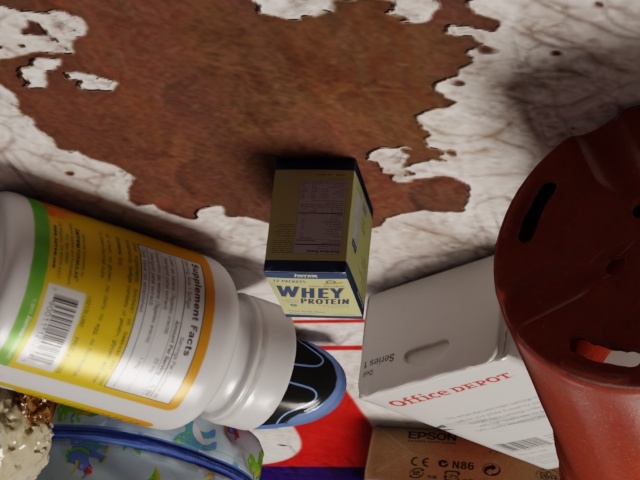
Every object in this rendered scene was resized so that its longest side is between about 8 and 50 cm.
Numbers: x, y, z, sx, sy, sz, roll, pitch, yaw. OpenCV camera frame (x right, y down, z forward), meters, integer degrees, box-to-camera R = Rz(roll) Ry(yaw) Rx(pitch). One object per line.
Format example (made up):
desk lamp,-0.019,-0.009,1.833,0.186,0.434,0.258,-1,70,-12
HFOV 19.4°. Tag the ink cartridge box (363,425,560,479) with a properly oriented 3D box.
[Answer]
ink cartridge box,0.158,0.279,1.772,0.235,0.088,0.193,4,125,5

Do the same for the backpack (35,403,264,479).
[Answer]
backpack,-0.215,0.238,1.709,0.356,0.273,0.290,-24,136,28

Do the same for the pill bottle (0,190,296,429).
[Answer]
pill bottle,-0.146,0.062,1.380,0.246,0.136,0.136,19,153,-29

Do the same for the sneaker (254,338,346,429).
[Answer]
sneaker,-0.096,0.103,1.532,0.232,0.081,0.090,5,164,5

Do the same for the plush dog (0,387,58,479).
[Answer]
plush dog,-0.318,0.154,1.496,0.225,0.210,0.262,13,136,-37

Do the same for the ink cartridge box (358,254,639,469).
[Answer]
ink cartridge box,0.161,0.097,1.446,0.219,0.092,0.160,24,150,-36

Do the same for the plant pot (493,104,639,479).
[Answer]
plant pot,0.242,0.066,1.179,0.272,0.272,0.265,-6,146,24

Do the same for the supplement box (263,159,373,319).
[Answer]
supplement box,0.000,0.000,1.271,0.056,0.083,0.083,1,156,12
